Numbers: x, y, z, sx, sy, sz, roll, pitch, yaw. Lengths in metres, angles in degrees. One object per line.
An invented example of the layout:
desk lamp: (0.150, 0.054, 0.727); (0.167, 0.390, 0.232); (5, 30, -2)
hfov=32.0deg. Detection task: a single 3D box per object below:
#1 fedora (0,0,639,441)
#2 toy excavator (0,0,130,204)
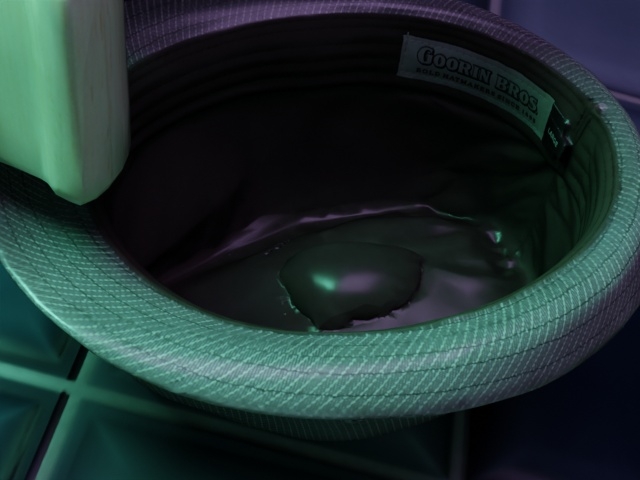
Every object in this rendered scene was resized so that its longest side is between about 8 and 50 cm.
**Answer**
fedora: (0.000, 0.000, 0.475); (0.275, 0.124, 0.244); (-14, 50, -21)
toy excavator: (-0.159, 0.063, 0.181); (0.433, 0.222, 0.445); (-22, 46, -29)
